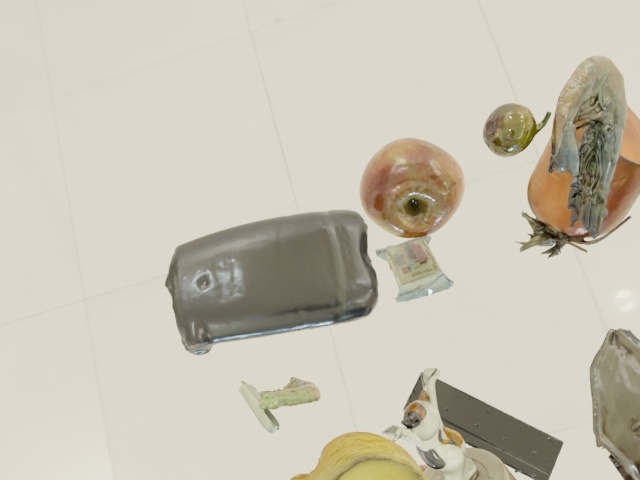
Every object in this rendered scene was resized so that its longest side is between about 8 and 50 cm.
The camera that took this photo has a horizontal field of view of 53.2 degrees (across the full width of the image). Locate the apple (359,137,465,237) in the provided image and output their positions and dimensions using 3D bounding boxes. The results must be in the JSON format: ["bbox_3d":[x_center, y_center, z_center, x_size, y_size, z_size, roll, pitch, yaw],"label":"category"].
[{"bbox_3d":[0.257,-0.160,1.826,0.301,0.301,0.302,-2,76,9],"label":"apple"}]

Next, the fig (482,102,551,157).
[{"bbox_3d":[0.298,-0.167,0.975,0.098,0.082,0.084,3,117,-23],"label":"fig"}]

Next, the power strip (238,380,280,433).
[{"bbox_3d":[-0.164,0.433,1.677,0.030,0.047,0.191,-49,49,4],"label":"power strip"}]

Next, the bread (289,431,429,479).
[{"bbox_3d":[-0.018,0.249,0.475,0.245,0.094,0.102,-45,92,-7],"label":"bread"}]

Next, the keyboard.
[{"bbox_3d":[0.324,0.378,1.296,0.309,0.018,0.101,24,70,18],"label":"keyboard"}]

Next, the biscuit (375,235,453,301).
[{"bbox_3d":[0.280,0.082,1.933,0.185,0.079,0.309,-16,30,3],"label":"biscuit"}]

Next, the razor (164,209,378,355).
[{"bbox_3d":[-0.081,0.063,1.068,0.348,0.113,0.205,-12,67,-4],"label":"razor"}]

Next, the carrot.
[{"bbox_3d":[0.515,-0.108,1.240,0.193,0.331,0.214,-23,56,-41],"label":"carrot"}]

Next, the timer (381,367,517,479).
[{"bbox_3d":[0.194,0.340,0.993,0.175,0.175,0.266,-28,111,2],"label":"timer"}]

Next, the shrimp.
[{"bbox_3d":[0.424,-0.151,1.024,0.075,0.178,0.290,25,108,51],"label":"shrimp"}]

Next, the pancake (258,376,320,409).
[{"bbox_3d":[-0.099,0.423,1.790,0.197,0.376,0.054,-5,83,3],"label":"pancake"}]

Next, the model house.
[{"bbox_3d":[0.822,0.436,1.625,0.297,0.282,0.317,-51,43,13],"label":"model house"}]

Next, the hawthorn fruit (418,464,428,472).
[{"bbox_3d":[0.237,0.612,1.342,0.284,0.369,0.285,-2,75,7],"label":"hawthorn fruit"}]
